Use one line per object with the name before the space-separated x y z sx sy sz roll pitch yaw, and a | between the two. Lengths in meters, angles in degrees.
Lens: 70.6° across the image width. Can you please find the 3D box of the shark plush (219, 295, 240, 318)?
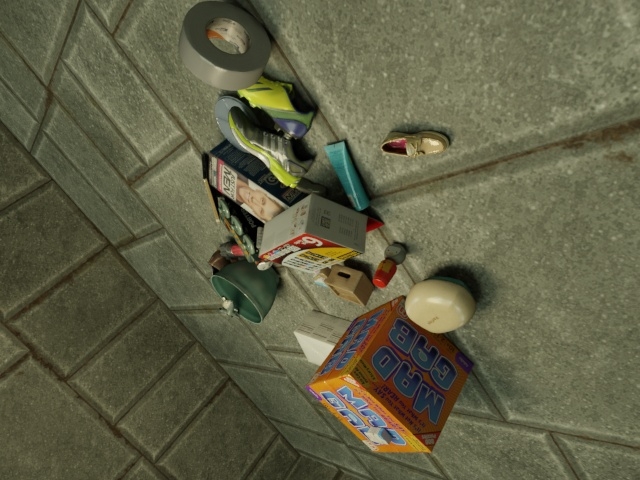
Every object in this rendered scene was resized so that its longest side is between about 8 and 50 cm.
shark plush | -0.391 0.312 1.993 0.067 0.073 0.161 -3 130 13

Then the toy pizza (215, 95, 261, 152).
toy pizza | -0.256 -0.373 1.452 0.201 0.032 0.201 28 145 22

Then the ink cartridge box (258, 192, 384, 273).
ink cartridge box | 0.000 0.000 1.413 0.272 0.130 0.309 19 156 -27

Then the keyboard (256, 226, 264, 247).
keyboard | -0.097 0.009 1.547 0.256 0.072 0.014 10 155 -28

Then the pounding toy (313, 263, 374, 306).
pounding toy | 0.067 0.126 1.583 0.181 0.094 0.206 17 159 35

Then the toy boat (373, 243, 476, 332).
toy boat | 0.314 0.142 1.366 0.318 0.148 0.267 34 151 0

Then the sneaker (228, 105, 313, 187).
sneaker | -0.144 -0.298 1.353 0.300 0.111 0.121 41 118 -20

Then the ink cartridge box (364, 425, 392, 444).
ink cartridge box | 0.188 0.636 1.478 0.048 0.028 0.083 53 144 -14

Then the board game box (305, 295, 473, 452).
board game box | 0.238 0.483 1.607 0.356 0.356 0.356 44 146 -3

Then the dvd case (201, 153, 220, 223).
dvd case | -0.421 -0.197 1.737 0.221 0.018 0.164 84 171 -46

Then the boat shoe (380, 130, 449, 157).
boat shoe | 0.224 -0.227 1.096 0.170 0.059 0.063 10 135 39

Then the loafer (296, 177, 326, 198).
loafer | -0.037 -0.164 1.452 0.125 0.045 0.039 22 148 24

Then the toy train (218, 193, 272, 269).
toy train | -0.270 -0.044 1.687 0.334 0.142 0.190 54 155 21

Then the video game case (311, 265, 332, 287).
video game case | 0.006 0.119 1.749 0.119 0.015 0.166 14 138 35

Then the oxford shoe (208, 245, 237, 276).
oxford shoe | -0.457 0.189 2.195 0.130 0.132 0.363 18 140 32

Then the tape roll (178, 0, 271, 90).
tape roll | -0.238 -0.488 1.133 0.219 0.219 0.072 45 146 -3

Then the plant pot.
plant pot | -0.305 0.196 1.985 0.293 0.196 0.293 31 149 21

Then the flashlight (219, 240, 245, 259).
flashlight | -0.333 0.031 1.926 0.304 0.103 0.103 -5 98 49

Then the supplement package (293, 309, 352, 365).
supplement package | 0.053 0.444 1.946 0.262 0.145 0.204 10 135 40

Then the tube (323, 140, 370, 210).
tube | 0.079 -0.185 1.307 0.080 0.052 0.207 -7 119 42

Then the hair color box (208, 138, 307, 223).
hair color box | -0.222 -0.184 1.563 0.347 0.105 0.173 34 146 11

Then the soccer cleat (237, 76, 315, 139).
soccer cleat | -0.133 -0.406 1.263 0.289 0.093 0.121 43 117 7
